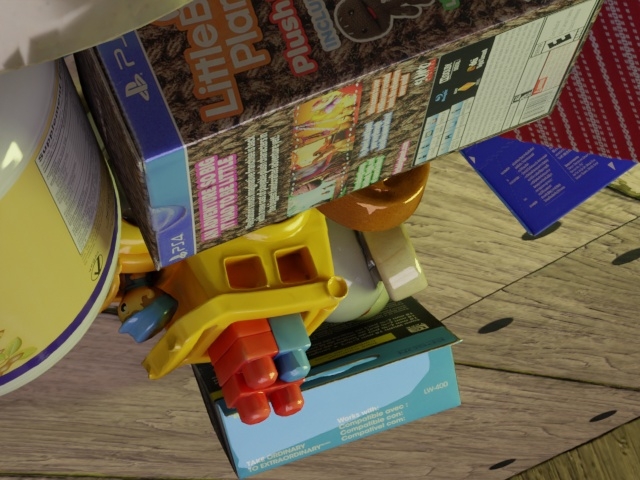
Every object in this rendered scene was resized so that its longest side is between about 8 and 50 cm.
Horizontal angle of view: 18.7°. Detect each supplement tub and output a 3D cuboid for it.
[{"bbox_3d":[-0.262,-0.057,1.166,0.241,0.241,0.331,-19,155,-3],"label":"supplement tub"}]

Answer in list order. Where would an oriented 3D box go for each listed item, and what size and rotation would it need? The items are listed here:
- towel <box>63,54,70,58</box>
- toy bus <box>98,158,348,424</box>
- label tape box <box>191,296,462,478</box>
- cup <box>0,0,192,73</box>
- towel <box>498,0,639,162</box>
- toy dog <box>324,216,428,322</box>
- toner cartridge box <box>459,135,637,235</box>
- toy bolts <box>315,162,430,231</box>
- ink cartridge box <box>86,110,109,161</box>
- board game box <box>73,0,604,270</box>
[{"bbox_3d":[-0.190,-0.146,1.335,0.119,0.029,0.067,-25,160,18],"label":"towel"},{"bbox_3d":[-0.092,0.041,1.503,0.220,0.211,0.149,-7,159,-28],"label":"toy bus"},{"bbox_3d":[0.005,0.144,1.958,0.240,0.106,0.334,-18,-167,-7],"label":"label tape box"},{"bbox_3d":[-0.166,-0.250,0.728,0.331,0.331,0.237,-15,135,-13],"label":"cup"},{"bbox_3d":[0.183,-0.139,1.328,0.031,0.199,0.275,-41,-148,-24],"label":"towel"},{"bbox_3d":[0.000,0.000,1.800,0.220,0.161,0.333,-17,176,-17],"label":"toy dog"},{"bbox_3d":[0.195,-0.130,1.457,0.075,0.165,0.348,-39,179,-23],"label":"toner cartridge box"},{"bbox_3d":[-0.041,-0.087,1.408,0.228,0.218,0.158,6,153,-21],"label":"toy bolts"},{"bbox_3d":[-0.100,-0.085,1.552,0.189,0.066,0.232,0,157,-43],"label":"ink cartridge box"},{"bbox_3d":[0.003,-0.124,1.187,0.291,0.141,0.232,-22,166,-8],"label":"board game box"}]
